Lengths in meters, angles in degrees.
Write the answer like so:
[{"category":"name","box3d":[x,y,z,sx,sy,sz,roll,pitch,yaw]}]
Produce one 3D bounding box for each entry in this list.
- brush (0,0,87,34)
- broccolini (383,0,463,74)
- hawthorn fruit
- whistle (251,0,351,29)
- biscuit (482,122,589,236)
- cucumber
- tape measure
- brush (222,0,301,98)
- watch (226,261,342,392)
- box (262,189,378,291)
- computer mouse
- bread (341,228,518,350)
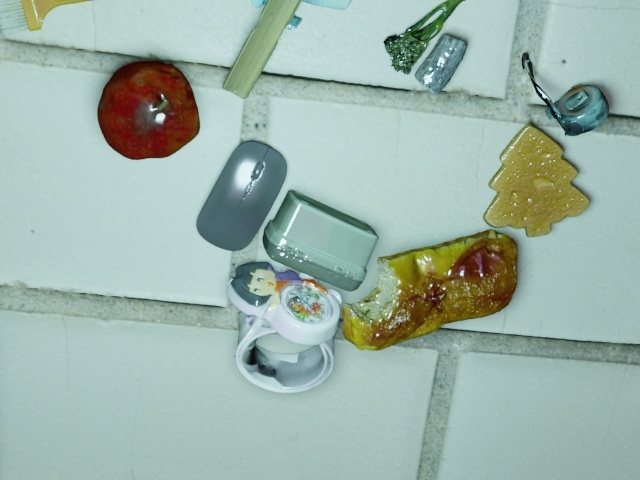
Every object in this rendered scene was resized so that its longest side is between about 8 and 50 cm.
[{"category":"brush","box3d":[-0.457,-0.445,1.645,0.272,0.013,0.103,-11,111,0]},{"category":"broccolini","box3d":[0.200,-0.395,1.678,0.201,0.058,0.074,-43,114,13]},{"category":"hawthorn fruit","box3d":[-0.296,-0.233,1.630,0.189,0.251,0.189,-4,98,-27]},{"category":"whistle","box3d":[-0.069,-0.482,1.614,0.274,0.093,0.186,20,135,-12]},{"category":"biscuit","box3d":[0.422,-0.119,1.807,0.212,0.041,0.239,-8,111,6]},{"category":"cucumber","box3d":[0.228,-0.332,1.700,0.064,0.064,0.112,31,106,-14]},{"category":"tape measure","box3d":[0.460,-0.287,1.708,0.107,0.104,0.180,-33,110,13]},{"category":"brush","box3d":[-0.096,-0.378,1.636,0.054,0.048,0.282,22,127,-18]},{"category":"watch","box3d":[-0.085,0.177,1.841,0.244,0.196,0.231,12,131,-7]},{"category":"box","box3d":[0.000,0.000,1.773,0.210,0.148,0.129,24,100,-14]},{"category":"computer mouse","box3d":[-0.154,-0.082,1.777,0.120,0.057,0.232,28,107,-13]},{"category":"bread","box3d":[0.216,0.091,1.771,0.380,0.109,0.185,-15,120,-22]}]
